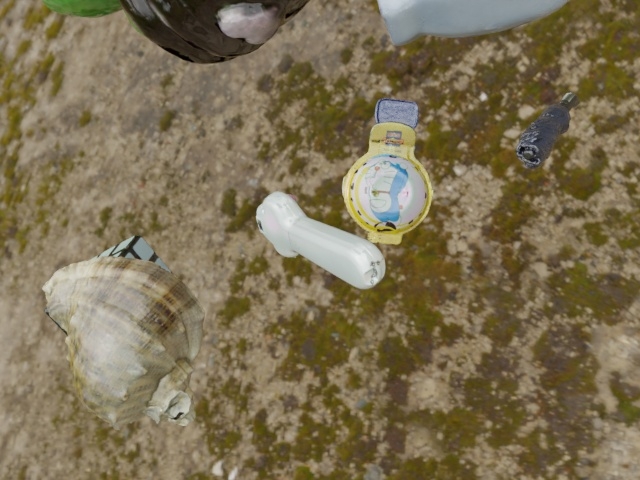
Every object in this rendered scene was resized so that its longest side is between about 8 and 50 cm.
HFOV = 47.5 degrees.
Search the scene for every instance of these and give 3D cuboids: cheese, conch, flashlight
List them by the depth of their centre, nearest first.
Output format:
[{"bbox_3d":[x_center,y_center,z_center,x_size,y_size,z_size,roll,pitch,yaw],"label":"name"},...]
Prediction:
[{"bbox_3d":[0.000,0.000,0.881,0.047,0.093,0.200,-38,43,-28],"label":"flashlight"},{"bbox_3d":[-0.280,0.156,1.046,0.210,0.291,0.159,-42,14,18],"label":"conch"},{"bbox_3d":[0.118,-0.119,1.242,0.157,0.064,0.250,5,86,-3],"label":"cheese"}]

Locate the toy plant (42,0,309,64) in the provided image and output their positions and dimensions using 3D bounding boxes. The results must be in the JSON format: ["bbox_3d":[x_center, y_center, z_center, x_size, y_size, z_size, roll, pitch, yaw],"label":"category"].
[{"bbox_3d":[-0.107,-0.223,0.571,0.235,0.218,0.175,-2,94,36],"label":"toy plant"}]

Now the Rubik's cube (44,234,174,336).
[{"bbox_3d":[-0.367,0.115,1.330,0.162,0.160,0.163,-25,24,27],"label":"Rubik's cube"}]

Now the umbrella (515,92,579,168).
[{"bbox_3d":[0.419,-0.214,1.337,0.071,0.071,0.248,-4,35,41],"label":"umbrella"}]

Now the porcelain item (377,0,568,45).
[{"bbox_3d":[0.287,-0.462,1.180,0.405,0.178,0.242,-16,78,12],"label":"porcelain item"}]
